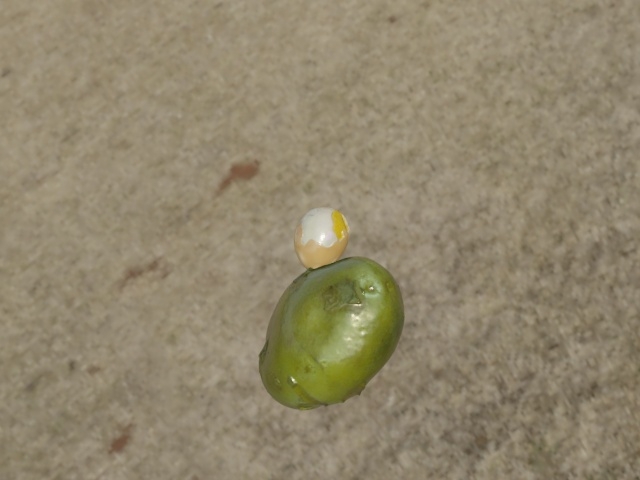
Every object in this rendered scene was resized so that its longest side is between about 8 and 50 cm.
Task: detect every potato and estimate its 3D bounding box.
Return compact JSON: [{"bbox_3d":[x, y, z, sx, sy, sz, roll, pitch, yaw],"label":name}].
[{"bbox_3d":[0.007,0.117,1.377,0.253,0.148,0.186,-53,0,43],"label":"potato"}]

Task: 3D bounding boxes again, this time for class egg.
[{"bbox_3d":[0.000,0.000,1.451,0.071,0.071,0.083,-6,63,39],"label":"egg"}]
